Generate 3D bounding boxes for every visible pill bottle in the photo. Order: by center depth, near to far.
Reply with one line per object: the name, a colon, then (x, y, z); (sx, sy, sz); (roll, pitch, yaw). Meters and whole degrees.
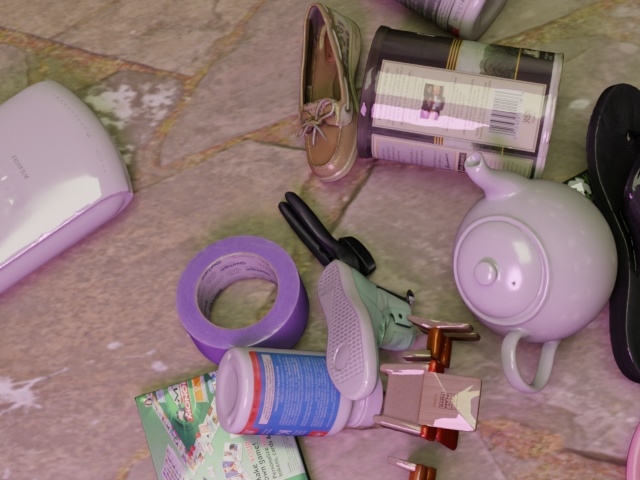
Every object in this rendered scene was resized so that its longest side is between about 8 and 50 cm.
pill bottle: (-0.028, 0.217, 1.657); (0.222, 0.124, 0.124); (6, 74, -23)
pill bottle: (0.158, -0.448, 1.828); (0.283, 0.161, 0.161); (33, 81, 13)

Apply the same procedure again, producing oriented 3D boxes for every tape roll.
tape roll: (-0.115, 0.092, 1.734); (0.189, 0.080, 0.189); (-5, 59, 9)

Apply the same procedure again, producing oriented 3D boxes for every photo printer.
photo printer: (-0.465, -0.089, 1.829); (0.308, 0.107, 0.256); (-34, 74, -3)

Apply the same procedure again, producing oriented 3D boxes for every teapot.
teapot: (0.278, 0.040, 1.631); (0.256, 0.187, 0.252); (42, 123, 25)

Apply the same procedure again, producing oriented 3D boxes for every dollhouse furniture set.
dollhouse furniture set: (0.168, 0.236, 1.598); (0.135, 0.259, 0.262); (5, 77, 17)

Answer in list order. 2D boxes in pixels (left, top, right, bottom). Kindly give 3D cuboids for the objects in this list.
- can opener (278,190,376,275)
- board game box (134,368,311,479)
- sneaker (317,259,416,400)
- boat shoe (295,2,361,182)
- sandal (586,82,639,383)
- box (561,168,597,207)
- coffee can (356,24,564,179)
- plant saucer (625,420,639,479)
can opener: (0.000, 0.000, 1.790); (0.186, 0.073, 0.059); (43, 122, 18)
board game box: (-0.128, 0.348, 1.710); (0.214, 0.046, 0.317); (-19, 74, 1)
sneaker: (0.086, 0.139, 1.654); (0.094, 0.151, 0.256); (-51, 28, 29)
boat shoe: (0.004, -0.229, 1.809); (0.105, 0.089, 0.285); (-15, 66, 32)
sandal: (0.490, -0.017, 1.678); (0.168, 0.107, 0.445); (1, 79, -31)
box: (0.388, -0.066, 1.754); (0.083, 0.062, 0.052); (-27, 76, -2)
coffee can: (0.208, -0.200, 1.737); (0.275, 0.201, 0.201); (10, 77, 8)
plant saucer: (0.590, 0.339, 1.615); (0.332, 0.084, 0.332); (-2, 75, 7)
